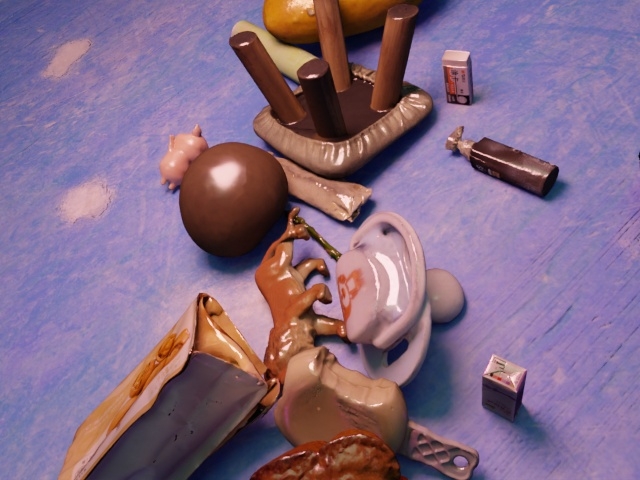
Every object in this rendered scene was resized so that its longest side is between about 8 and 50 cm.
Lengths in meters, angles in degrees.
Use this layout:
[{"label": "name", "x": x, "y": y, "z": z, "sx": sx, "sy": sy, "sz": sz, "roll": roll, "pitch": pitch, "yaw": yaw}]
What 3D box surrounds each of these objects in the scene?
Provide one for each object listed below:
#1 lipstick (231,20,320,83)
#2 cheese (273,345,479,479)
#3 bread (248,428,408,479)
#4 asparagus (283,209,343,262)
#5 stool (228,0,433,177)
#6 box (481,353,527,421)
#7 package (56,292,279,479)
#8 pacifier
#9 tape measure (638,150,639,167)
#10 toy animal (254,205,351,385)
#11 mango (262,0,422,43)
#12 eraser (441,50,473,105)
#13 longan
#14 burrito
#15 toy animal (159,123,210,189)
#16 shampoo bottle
[{"label": "lipstick", "x": -0.108, "y": -0.459, "z": 1.310, "sx": 0.076, "sy": 0.076, "sz": 0.304, "roll": -41, "pitch": 54, "yaw": -12}, {"label": "cheese", "x": 0.076, "y": 0.253, "z": 0.739, "sx": 0.286, "sy": 0.163, "sz": 0.082, "roll": 17, "pitch": 21, "yaw": 10}, {"label": "bread", "x": 0.011, "y": 0.354, "z": 0.647, "sx": 0.246, "sy": 0.135, "sz": 0.232, "roll": -28, "pitch": 83, "yaw": 8}, {"label": "asparagus", "x": 0.000, "y": 0.000, "z": 0.998, "sx": 0.022, "sy": 0.023, "sz": 0.233, "roll": -7, "pitch": 38, "yaw": -45}, {"label": "stool", "x": 0.025, "y": -0.319, "z": 1.056, "sx": 0.310, "sy": 0.226, "sz": 0.310, "roll": -39, "pitch": 51, "yaw": -20}, {"label": "box", "x": 0.247, "y": 0.201, "z": 0.723, "sx": 0.050, "sy": 0.117, "sz": 0.036, "roll": 23, "pitch": 63, "yaw": 31}, {"label": "package", "x": -0.222, "y": 0.266, "z": 0.801, "sx": 0.311, "sy": 0.165, "sz": 0.221, "roll": -47, "pitch": 19, "yaw": 5}, {"label": "pacifier", "x": 0.138, "y": 0.083, "z": 0.825, "sx": 0.207, "sy": 0.227, "sz": 0.279, "roll": 8, "pitch": 52, "yaw": -26}, {"label": "tape measure", "x": 0.590, "y": -0.124, "z": 0.781, "sx": 0.223, "sy": 0.202, "sz": 0.135, "roll": -3, "pitch": 53, "yaw": -1}, {"label": "toy animal", "x": -0.052, "y": 0.105, "z": 0.902, "sx": 0.157, "sy": 0.097, "sz": 0.312, "roll": -26, "pitch": 51, "yaw": 7}, {"label": "mango", "x": 0.069, "y": -0.588, "z": 1.241, "sx": 0.445, "sy": 0.220, "sz": 0.301, "roll": -33, "pitch": 41, "yaw": -5}, {"label": "eraser", "x": 0.274, "y": -0.321, "z": 1.064, "sx": 0.052, "sy": 0.122, "sz": 0.029, "roll": 14, "pitch": 65, "yaw": 26}, {"label": "longan", "x": -0.165, "y": -0.079, "z": 1.001, "sx": 0.196, "sy": 0.196, "sz": 0.220, "roll": 32, "pitch": 83, "yaw": 32}, {"label": "burrito", "x": -0.024, "y": -0.112, "z": 1.059, "sx": 0.275, "sy": 0.059, "sz": 0.082, "roll": 26, "pitch": 61, "yaw": 30}, {"label": "toy animal", "x": -0.298, "y": -0.178, "z": 1.179, "sx": 0.089, "sy": 0.083, "sz": 0.150, "roll": 33, "pitch": 83, "yaw": 19}, {"label": "shampoo bottle", "x": 0.322, "y": -0.149, "z": 0.972, "sx": 0.207, "sy": 0.057, "sz": 0.063, "roll": 32, "pitch": 71, "yaw": 32}]
